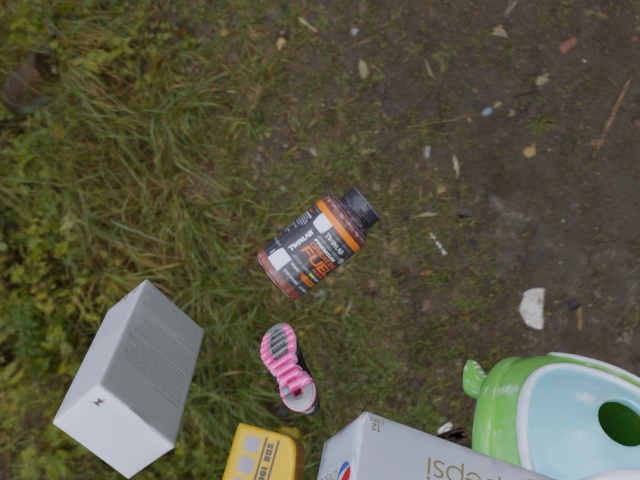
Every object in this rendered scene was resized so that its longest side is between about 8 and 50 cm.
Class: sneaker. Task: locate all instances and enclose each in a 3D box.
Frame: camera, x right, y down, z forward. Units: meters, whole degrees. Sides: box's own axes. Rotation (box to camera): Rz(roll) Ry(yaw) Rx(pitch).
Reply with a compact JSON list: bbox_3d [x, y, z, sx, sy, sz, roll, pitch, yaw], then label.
[{"bbox_3d":[-0.031,0.149,0.778,0.047,0.057,0.119,-28,50,6],"label":"sneaker"}]

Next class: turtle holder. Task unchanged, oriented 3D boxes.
[{"bbox_3d":[0.278,0.268,0.755,0.227,0.320,0.243,-14,107,34],"label":"turtle holder"}]

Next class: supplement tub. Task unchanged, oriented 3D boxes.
[{"bbox_3d":[0.000,0.000,1.112,0.198,0.106,0.106,-40,70,4],"label":"supplement tub"}]

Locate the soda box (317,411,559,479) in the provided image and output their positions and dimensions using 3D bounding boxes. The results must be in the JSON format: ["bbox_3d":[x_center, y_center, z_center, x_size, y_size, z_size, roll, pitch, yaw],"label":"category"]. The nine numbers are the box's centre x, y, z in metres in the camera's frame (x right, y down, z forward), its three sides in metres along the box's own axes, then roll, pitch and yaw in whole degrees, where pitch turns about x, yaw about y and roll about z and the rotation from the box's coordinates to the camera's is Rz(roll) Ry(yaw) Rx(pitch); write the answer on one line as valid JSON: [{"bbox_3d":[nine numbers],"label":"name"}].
[{"bbox_3d":[0.106,0.197,0.488,0.074,0.216,0.069,127,161,-50],"label":"soda box"}]

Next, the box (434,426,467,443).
[{"bbox_3d":[0.101,0.322,0.924,0.201,0.164,0.021,-39,68,11],"label":"box"}]

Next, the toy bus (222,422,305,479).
[{"bbox_3d":[-0.109,0.472,1.080,0.130,0.108,0.332,12,72,10],"label":"toy bus"}]

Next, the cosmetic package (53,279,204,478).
[{"bbox_3d":[-0.448,0.320,1.679,0.161,0.453,0.230,-38,110,16],"label":"cosmetic package"}]
